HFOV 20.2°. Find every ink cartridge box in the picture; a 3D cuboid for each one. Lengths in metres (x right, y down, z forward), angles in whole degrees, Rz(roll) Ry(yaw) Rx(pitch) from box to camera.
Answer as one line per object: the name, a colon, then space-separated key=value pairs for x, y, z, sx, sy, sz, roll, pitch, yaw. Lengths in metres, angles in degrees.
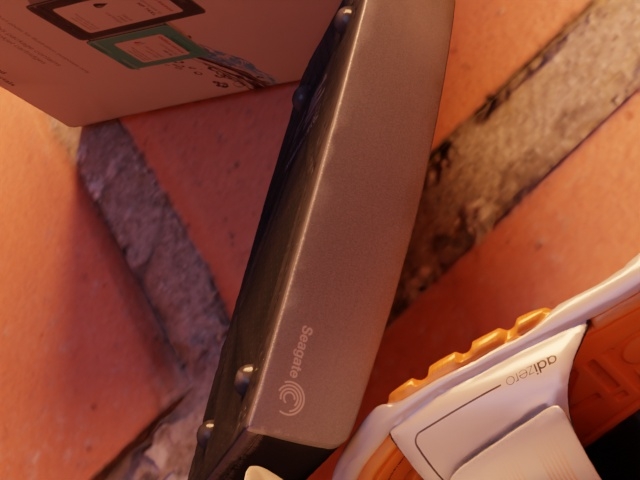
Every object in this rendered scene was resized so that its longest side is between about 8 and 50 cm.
ink cartridge box: x=-0.087 y=-0.206 z=0.988 sx=0.270 sy=0.197 sz=0.198 roll=-8 pitch=63 yaw=37

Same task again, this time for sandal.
sandal: x=0.117 y=0.071 z=0.738 sx=0.265 sy=0.102 sz=0.076 roll=-37 pitch=46 yaw=17

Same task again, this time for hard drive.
hard drive: x=0.000 y=0.000 z=0.845 sx=0.172 sy=0.054 sz=0.255 roll=124 pitch=163 yaw=-63

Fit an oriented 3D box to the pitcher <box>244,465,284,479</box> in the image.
pitcher: x=0.073 y=0.169 z=0.707 sx=0.207 sy=0.178 sz=0.125 roll=7 pitch=57 yaw=15
